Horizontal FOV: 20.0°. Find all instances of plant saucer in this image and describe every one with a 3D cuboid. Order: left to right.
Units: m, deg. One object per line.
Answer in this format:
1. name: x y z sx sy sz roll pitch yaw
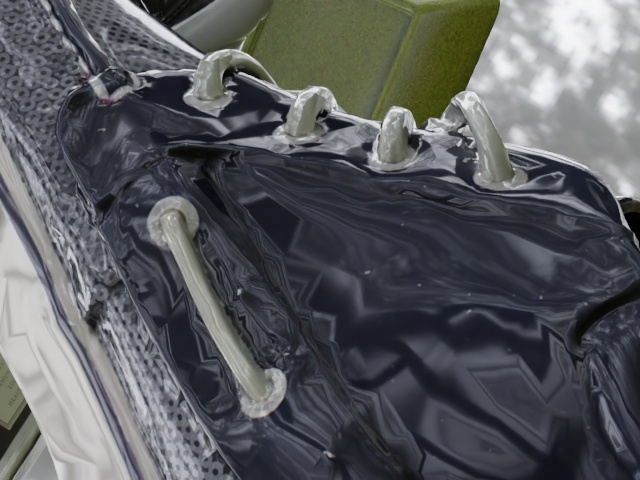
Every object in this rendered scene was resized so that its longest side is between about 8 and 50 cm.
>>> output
1. plant saucer: 0.007 -0.115 1.249 0.045 0.188 0.188 14 -79 -54

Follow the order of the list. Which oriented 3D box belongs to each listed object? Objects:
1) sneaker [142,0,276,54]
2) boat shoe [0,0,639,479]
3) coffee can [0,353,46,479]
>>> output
1. sneaker: -0.126 -0.114 0.791 0.268 0.101 0.153 -45 -61 2
2. boat shoe: 0.000 0.000 0.475 0.158 0.341 0.127 -33 -25 15
3. coffee can: -0.305 0.063 1.248 0.201 0.275 0.201 -58 2 3
